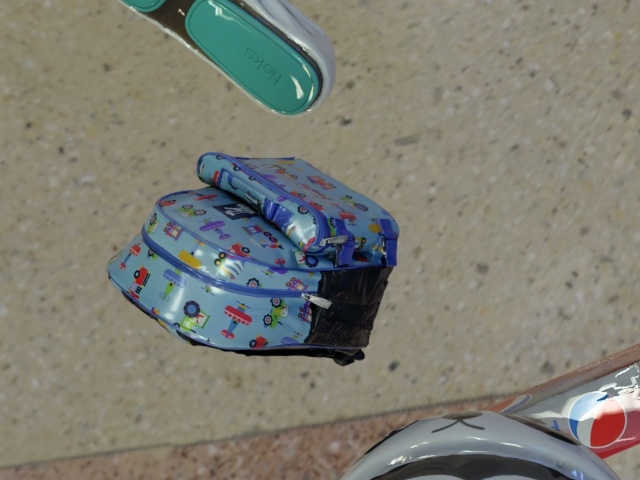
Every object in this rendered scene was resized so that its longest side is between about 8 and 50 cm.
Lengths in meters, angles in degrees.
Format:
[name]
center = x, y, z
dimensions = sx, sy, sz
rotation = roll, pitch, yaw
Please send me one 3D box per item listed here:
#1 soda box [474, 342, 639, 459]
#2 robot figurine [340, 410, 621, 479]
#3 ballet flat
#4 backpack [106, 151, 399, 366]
[soda box]
center = 0.250, 0.196, 1.399
dimensions = 0.263, 0.092, 0.083
rotation = -23, 92, 8
[robot figurine]
center = 0.066, 0.191, 0.566
dimensions = 0.209, 0.278, 0.173
rotation = 33, 117, -8
[ballet flat]
center = -0.141, -0.297, 1.503
dimensions = 0.400, 0.139, 0.139
rotation = 41, 117, -8
[backpack]
center = -0.053, 0.010, 0.927
dimensions = 0.158, 0.173, 0.117
rotation = 35, 113, 39
